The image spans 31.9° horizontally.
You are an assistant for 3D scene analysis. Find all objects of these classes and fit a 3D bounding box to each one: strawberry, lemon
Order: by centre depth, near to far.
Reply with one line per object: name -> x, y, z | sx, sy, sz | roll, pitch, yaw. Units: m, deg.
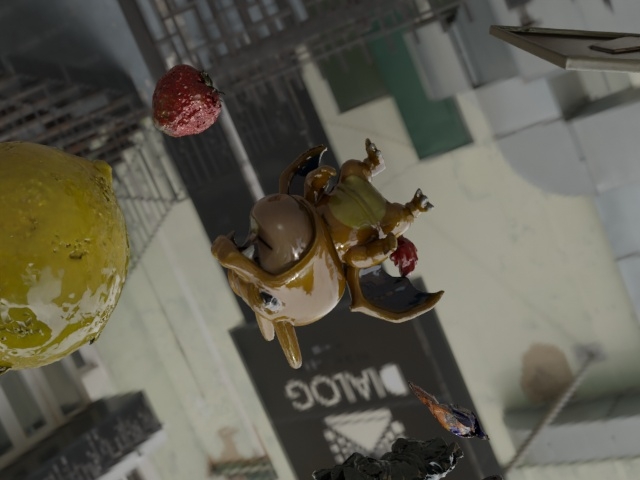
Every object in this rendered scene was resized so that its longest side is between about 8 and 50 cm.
lemon -> -0.241, 0.015, 0.883 | 0.173, 0.173, 0.206 | -9, -122, 52
strawberry -> -0.193, -0.193, 1.555 | 0.106, 0.106, 0.106 | -22, -169, 5

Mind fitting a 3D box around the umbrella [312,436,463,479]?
umbrella -> 0.079, 0.389, 1.827 | 0.349, 0.094, 0.143 | -10, 165, -38

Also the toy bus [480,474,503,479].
toy bus -> 0.285, 0.466, 1.743 | 0.157, 0.139, 0.289 | -26, -174, -23

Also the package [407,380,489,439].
package -> 0.151, 0.206, 1.321 | 0.077, 0.033, 0.110 | 22, -178, -36

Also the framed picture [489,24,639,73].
framed picture -> 0.365, -0.234, 1.373 | 0.265, 0.018, 0.192 | -1, -158, -20

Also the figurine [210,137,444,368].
figurine -> 0.023, 0.025, 2.109 | 0.387, 0.401, 0.268 | -38, 177, -11
